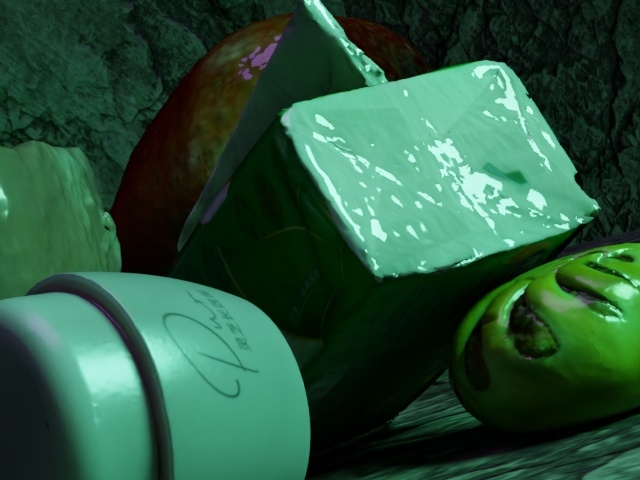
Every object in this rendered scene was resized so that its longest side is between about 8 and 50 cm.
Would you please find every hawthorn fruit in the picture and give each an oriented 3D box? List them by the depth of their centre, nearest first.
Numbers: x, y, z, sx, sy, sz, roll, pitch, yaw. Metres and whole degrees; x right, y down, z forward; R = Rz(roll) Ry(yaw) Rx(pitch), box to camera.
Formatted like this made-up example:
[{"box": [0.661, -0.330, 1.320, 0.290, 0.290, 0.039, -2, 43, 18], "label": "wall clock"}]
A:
[{"box": [-0.045, -0.011, 1.292, 0.369, 0.284, 0.285, -22, -4, 34], "label": "hawthorn fruit"}]

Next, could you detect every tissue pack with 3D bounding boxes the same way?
[{"box": [0.001, -0.001, 0.831, 0.148, 0.156, 0.209, -13, -26, -35], "label": "tissue pack"}]

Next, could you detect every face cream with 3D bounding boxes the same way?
[{"box": [-0.070, 0.068, 0.593, 0.104, 0.117, 0.117, -6, -7, -39], "label": "face cream"}]

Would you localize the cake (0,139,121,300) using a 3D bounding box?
[{"box": [-0.269, 0.074, 1.012, 0.309, 0.230, 0.237, -16, 1, 5], "label": "cake"}]

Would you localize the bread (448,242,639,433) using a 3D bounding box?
[{"box": [0.122, 0.040, 0.746, 0.139, 0.071, 0.130, -16, -5, -15], "label": "bread"}]
